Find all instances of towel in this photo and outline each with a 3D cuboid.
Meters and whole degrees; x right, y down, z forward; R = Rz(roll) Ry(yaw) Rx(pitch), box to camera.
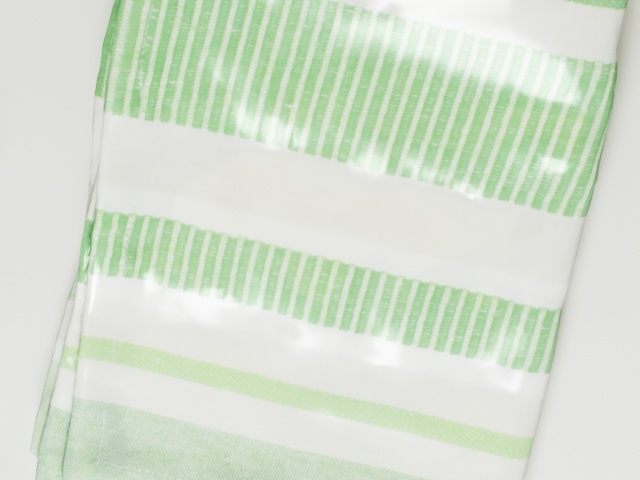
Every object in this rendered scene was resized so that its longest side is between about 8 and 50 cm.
[{"bbox_3d":[0.000,0.000,0.831,0.247,0.038,0.325,12,108,2],"label":"towel"}]
